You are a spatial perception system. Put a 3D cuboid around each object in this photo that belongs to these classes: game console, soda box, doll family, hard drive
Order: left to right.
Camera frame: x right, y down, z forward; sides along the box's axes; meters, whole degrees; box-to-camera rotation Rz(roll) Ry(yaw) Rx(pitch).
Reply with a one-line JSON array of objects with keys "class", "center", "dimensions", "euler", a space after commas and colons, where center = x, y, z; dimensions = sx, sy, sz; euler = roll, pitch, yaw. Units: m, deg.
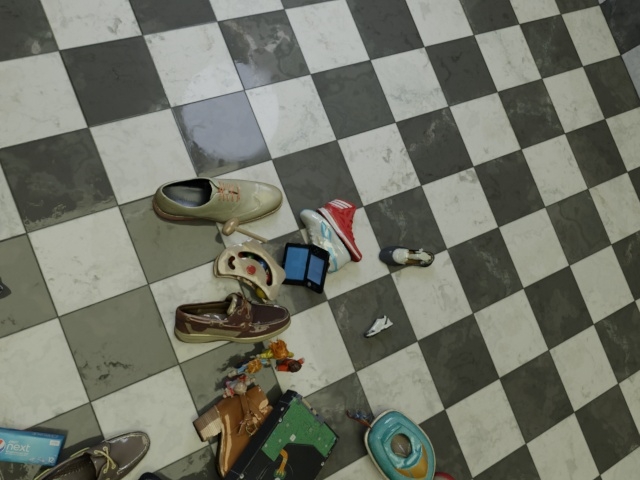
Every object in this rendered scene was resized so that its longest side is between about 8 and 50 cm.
[{"class": "soda box", "center": [-0.772, 0.520, 1.316], "dimensions": [0.210, 0.071, 0.067], "euler": [15, 75, -16]}, {"class": "doll family", "center": [-0.175, 0.357, 1.508], "dimensions": [0.263, 0.163, 0.118], "euler": [-18, 87, -21]}, {"class": "hard drive", "center": [-0.110, 0.632, 1.476], "dimensions": [0.236, 0.064, 0.339], "euler": [53, 58, -25]}, {"class": "game console", "center": [-0.049, 0.086, 1.618], "dimensions": [0.085, 0.124, 0.143], "euler": [-5, 112, -43]}]

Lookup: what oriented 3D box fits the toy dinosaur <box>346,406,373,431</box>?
[{"class": "toy dinosaur", "center": [0.119, 0.555, 1.623], "dimensions": [0.047, 0.082, 0.090], "euler": [52, 29, -34]}]

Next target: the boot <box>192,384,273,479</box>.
[{"class": "boot", "center": [-0.213, 0.581, 1.500], "dimensions": [0.220, 0.109, 0.283], "euler": [-26, 83, -26]}]

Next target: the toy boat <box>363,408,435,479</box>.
[{"class": "toy boat", "center": [0.216, 0.701, 1.589], "dimensions": [0.318, 0.148, 0.267], "euler": [-43, 91, -20]}]

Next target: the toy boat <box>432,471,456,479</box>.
[{"class": "toy boat", "center": [0.419, 0.852, 1.662], "dimensions": [0.151, 0.151, 0.230], "euler": [-18, 87, -52]}]

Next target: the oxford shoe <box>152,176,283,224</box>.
[{"class": "oxford shoe", "center": [-0.293, -0.123, 1.560], "dimensions": [0.398, 0.146, 0.140], "euler": [-6, 82, -21]}]

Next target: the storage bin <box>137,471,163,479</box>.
[{"class": "storage bin", "center": [-0.474, 0.731, 1.379], "dimensions": [0.122, 0.084, 0.180], "euler": [39, 70, -9]}]

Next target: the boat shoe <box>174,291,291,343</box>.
[{"class": "boat shoe", "center": [-0.250, 0.216, 1.510], "dimensions": [0.343, 0.123, 0.123], "euler": [0, 124, -14]}]

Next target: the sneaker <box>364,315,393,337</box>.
[{"class": "sneaker", "center": [0.186, 0.288, 1.721], "dimensions": [0.109, 0.040, 0.043], "euler": [-25, 73, -25]}]

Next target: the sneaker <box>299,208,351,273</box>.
[{"class": "sneaker", "center": [0.000, 0.000, 1.677], "dimensions": [0.092, 0.087, 0.228], "euler": [-37, 91, -18]}]

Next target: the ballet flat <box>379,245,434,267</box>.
[{"class": "ballet flat", "center": [0.304, 0.054, 1.783], "dimensions": [0.204, 0.074, 0.074], "euler": [7, 78, -18]}]

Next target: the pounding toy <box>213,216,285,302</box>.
[{"class": "pounding toy", "center": [-0.221, 0.072, 1.547], "dimensions": [0.269, 0.155, 0.154], "euler": [48, 65, -7]}]

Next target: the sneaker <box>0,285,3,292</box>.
[{"class": "sneaker", "center": [-0.877, 0.054, 1.346], "dimensions": [0.164, 0.086, 0.226], "euler": [32, 81, 0]}]

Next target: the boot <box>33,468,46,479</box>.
[{"class": "boot", "center": [-0.657, 0.705, 1.324], "dimensions": [0.209, 0.076, 0.189], "euler": [23, 59, -21]}]

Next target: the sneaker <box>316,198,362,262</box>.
[{"class": "sneaker", "center": [0.097, -0.045, 1.719], "dimensions": [0.128, 0.087, 0.221], "euler": [-37, 95, -20]}]

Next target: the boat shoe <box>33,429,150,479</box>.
[{"class": "boat shoe", "center": [-0.585, 0.585, 1.327], "dimensions": [0.325, 0.096, 0.116], "euler": [-18, 72, -35]}]
